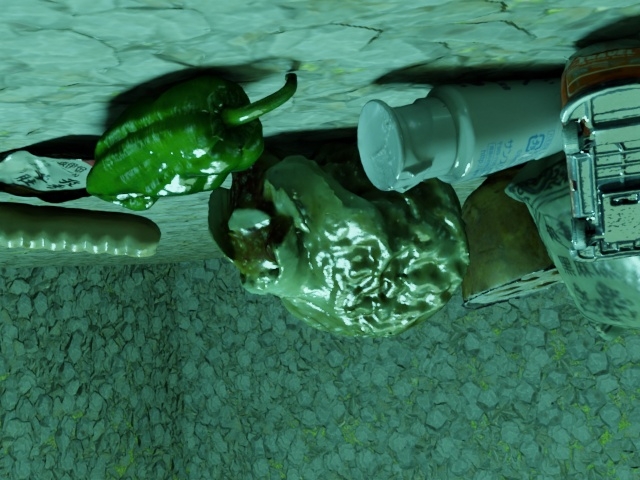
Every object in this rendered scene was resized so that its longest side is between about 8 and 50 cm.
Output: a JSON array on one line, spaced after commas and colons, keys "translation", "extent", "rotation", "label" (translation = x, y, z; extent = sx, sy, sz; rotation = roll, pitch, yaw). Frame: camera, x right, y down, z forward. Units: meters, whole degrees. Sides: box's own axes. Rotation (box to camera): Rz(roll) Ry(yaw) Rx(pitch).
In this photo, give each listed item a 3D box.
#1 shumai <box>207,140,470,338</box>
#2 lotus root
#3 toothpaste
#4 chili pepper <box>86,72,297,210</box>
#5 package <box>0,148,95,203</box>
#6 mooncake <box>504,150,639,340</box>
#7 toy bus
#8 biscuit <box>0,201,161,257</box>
[{"translation": [0.002, 0.000, 0.828], "extent": [0.218, 0.189, 0.256], "rotation": [5, 152, -34], "label": "shumai"}, {"translation": [0.304, -0.017, 1.166], "extent": [0.272, 0.192, 0.272], "rotation": [-7, 167, -2], "label": "lotus root"}, {"translation": [0.175, -0.095, 0.640], "extent": [0.299, 0.073, 0.114], "rotation": [-12, 172, -22], "label": "toothpaste"}, {"translation": [-0.114, -0.065, 0.609], "extent": [0.100, 0.074, 0.257], "rotation": [-4, 179, -33], "label": "chili pepper"}, {"translation": [-0.266, -0.060, 0.802], "extent": [0.239, 0.030, 0.154], "rotation": [-6, 175, 30], "label": "package"}, {"translation": [0.331, -0.001, 0.831], "extent": [0.136, 0.250, 0.254], "rotation": [-41, -165, -25], "label": "mooncake"}, {"translation": [0.204, -0.061, 0.568], "extent": [0.079, 0.077, 0.174], "rotation": [-6, 139, 17], "label": "toy bus"}, {"translation": [-0.332, -0.019, 0.873], "extent": [0.324, 0.044, 0.217], "rotation": [4, -178, -13], "label": "biscuit"}]
